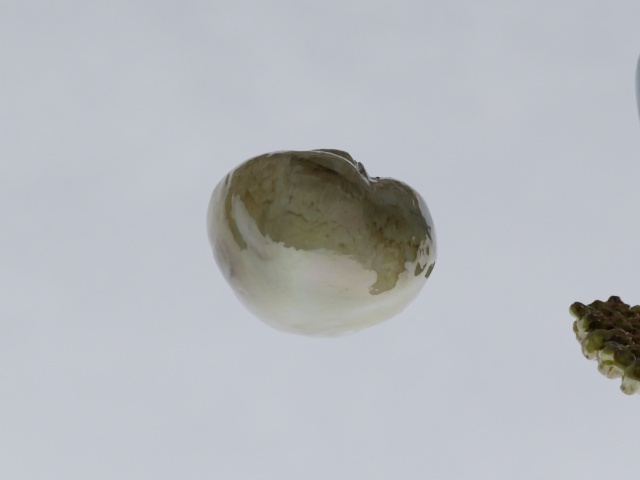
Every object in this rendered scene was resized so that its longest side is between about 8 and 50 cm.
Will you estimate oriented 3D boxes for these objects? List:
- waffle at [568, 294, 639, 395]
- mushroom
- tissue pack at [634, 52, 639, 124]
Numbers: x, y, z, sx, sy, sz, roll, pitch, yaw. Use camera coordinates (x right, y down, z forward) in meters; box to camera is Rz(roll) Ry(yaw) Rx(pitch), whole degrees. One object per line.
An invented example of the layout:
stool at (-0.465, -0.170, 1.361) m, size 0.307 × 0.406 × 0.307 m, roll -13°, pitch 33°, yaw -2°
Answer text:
waffle at (0.308, 0.108, 1.577) m, size 0.191 × 0.038 × 0.191 m, roll 22°, pitch -159°, yaw -9°
mushroom at (0.000, 0.000, 1.094) m, size 0.148 × 0.148 × 0.112 m, roll 4°, pitch -110°, yaw -4°
tissue pack at (0.317, -0.040, 1.022) m, size 0.198 × 0.287 × 0.206 m, roll -22°, pitch -148°, yaw 35°
